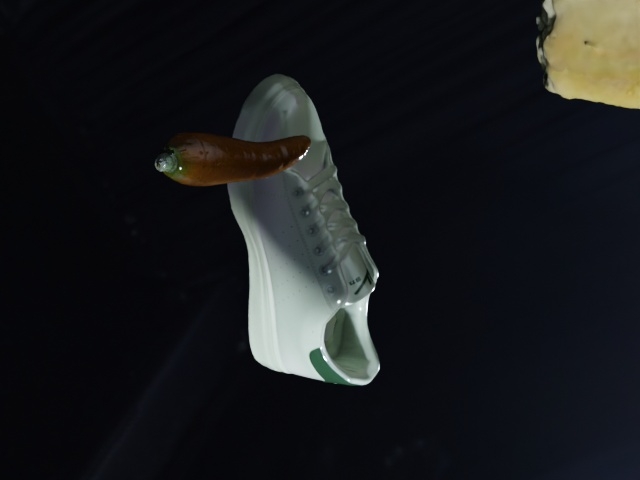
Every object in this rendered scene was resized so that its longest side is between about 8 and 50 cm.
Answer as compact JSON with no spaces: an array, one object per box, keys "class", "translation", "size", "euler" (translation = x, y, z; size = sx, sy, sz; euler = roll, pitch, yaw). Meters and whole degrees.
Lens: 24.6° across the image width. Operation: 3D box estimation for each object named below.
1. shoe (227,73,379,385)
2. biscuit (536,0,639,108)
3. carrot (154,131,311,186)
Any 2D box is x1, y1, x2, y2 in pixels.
[{"class":"shoe","translation":[0.000,0.000,1.153],"size":[0.095,0.110,0.265],"euler":[-36,-45,-40]},{"class":"biscuit","translation":[0.348,-0.305,1.171],"size":[0.104,0.446,0.429],"euler":[-13,-67,-60]},{"class":"carrot","translation":[-0.054,-0.054,0.945],"size":[0.142,0.035,0.035],"euler":[-7,-106,-48]}]
